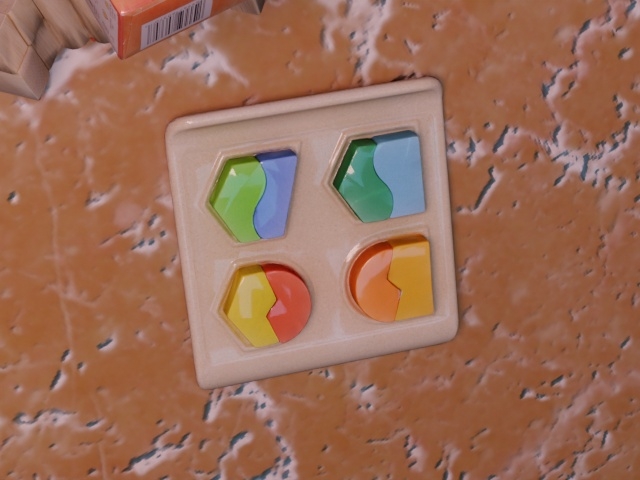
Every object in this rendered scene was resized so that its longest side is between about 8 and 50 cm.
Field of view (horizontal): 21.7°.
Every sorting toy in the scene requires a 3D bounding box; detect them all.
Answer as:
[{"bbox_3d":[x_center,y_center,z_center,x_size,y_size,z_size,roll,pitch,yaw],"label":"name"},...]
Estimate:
[{"bbox_3d":[0.000,0.000,1.139,0.193,0.038,0.208,-10,115,-12],"label":"sorting toy"}]

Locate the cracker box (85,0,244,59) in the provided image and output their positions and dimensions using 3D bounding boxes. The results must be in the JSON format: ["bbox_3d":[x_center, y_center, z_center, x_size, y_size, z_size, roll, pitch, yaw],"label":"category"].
[{"bbox_3d":[-0.095,-0.235,0.901,0.156,0.067,0.232,-27,80,-14],"label":"cracker box"}]

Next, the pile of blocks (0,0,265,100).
[{"bbox_3d":[-0.087,-0.193,1.011,0.362,0.149,0.112,-18,159,2],"label":"pile of blocks"}]
